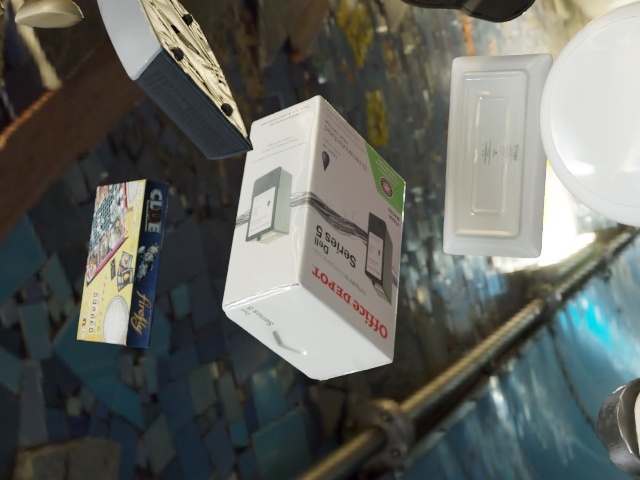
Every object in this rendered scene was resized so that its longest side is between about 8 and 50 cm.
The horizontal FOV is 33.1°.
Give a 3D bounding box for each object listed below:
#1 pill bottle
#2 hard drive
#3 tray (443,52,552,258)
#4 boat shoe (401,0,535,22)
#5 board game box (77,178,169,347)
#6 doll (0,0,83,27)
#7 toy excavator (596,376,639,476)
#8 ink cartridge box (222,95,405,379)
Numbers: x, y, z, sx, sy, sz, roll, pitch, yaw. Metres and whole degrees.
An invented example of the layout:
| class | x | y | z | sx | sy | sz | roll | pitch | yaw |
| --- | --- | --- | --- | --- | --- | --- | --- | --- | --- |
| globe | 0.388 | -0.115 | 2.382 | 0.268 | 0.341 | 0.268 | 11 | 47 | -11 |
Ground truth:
| class | x | y | z | sx | sy | sz | roll | pitch | yaw |
| --- | --- | --- | --- | --- | --- | --- | --- | --- | --- |
| pill bottle | 0.360 | -0.132 | 1.143 | 0.229 | 0.228 | 0.408 | -12 | -179 | 22 |
| hard drive | -0.157 | -0.197 | 1.095 | 0.054 | 0.254 | 0.172 | -34 | 133 | 9 |
| tray | 0.228 | -0.113 | 1.426 | 0.145 | 0.270 | 0.030 | 3 | 180 | 32 |
| boat shoe | 0.155 | -0.364 | 1.381 | 0.111 | 0.104 | 0.307 | -40 | 150 | 29 |
| board game box | -0.298 | 0.035 | 1.619 | 0.042 | 0.243 | 0.165 | 11 | 173 | -37 |
| doll | -0.150 | -0.197 | 0.494 | 0.129 | 0.188 | 0.046 | -1 | -179 | -31 |
| toy excavator | 0.546 | 0.312 | 1.066 | 0.446 | 0.432 | 0.222 | 1 | 158 | -9 |
| ink cartridge box | 0.000 | 0.000 | 1.286 | 0.115 | 0.272 | 0.198 | -18 | 139 | 31 |
